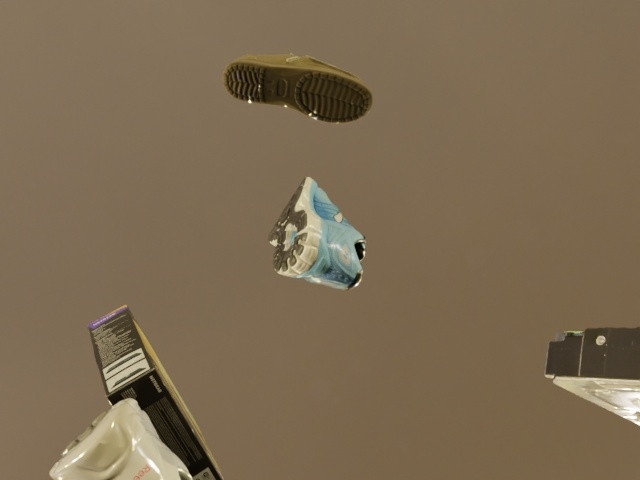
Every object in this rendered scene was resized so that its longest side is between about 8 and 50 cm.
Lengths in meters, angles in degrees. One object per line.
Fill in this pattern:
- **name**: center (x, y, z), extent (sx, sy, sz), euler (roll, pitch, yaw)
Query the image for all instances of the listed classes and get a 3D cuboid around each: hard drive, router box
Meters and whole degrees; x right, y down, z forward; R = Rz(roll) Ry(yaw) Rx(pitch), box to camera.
- **hard drive**: center (0.427, 0.146, 0.558), extent (0.236, 0.338, 0.064), euler (28, -112, -27)
- **router box**: center (-0.275, 0.292, 1.005), extent (0.081, 0.243, 0.309), euler (-29, -61, -17)

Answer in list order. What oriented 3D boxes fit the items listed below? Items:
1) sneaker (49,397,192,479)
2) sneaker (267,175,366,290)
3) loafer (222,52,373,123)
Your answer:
- **sneaker**: center (-0.166, 0.207, 0.515), extent (0.115, 0.232, 0.090), euler (47, -110, -1)
- **sneaker**: center (0.000, 0.000, 0.499), extent (0.073, 0.162, 0.063), euler (29, -71, -15)
- **loafer**: center (-0.020, -0.157, 0.579), extent (0.147, 0.050, 0.056), euler (13, -47, -8)
